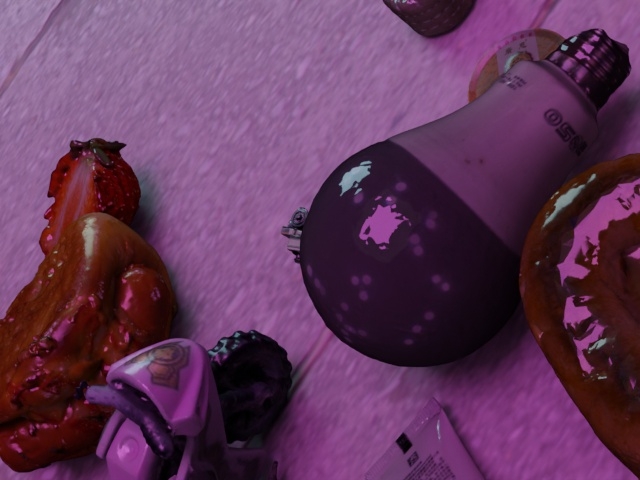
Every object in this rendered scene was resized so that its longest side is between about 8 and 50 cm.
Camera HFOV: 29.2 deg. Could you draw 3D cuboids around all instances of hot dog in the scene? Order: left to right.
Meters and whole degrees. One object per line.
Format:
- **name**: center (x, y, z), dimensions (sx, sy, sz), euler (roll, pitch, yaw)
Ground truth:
- **hot dog**: center (-0.235, 0.111, 1.180), dimensions (0.257, 0.150, 0.153), euler (-54, 39, 0)

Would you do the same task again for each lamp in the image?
- **lamp**: center (0.109, -0.045, 0.957), dimensions (0.182, 0.182, 0.314), euler (43, 106, 42)

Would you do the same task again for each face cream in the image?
- **face cream**: center (0.114, 0.227, 0.919), dimensions (0.092, 0.058, 0.244), euler (-51, 42, 12)

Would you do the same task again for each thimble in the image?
- **thimble**: center (0.100, -0.253, 1.171), dimensions (0.084, 0.062, 0.110), euler (-28, 53, 24)

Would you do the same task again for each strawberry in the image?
- **strawberry**: center (-0.243, -0.018, 1.295), dimensions (0.146, 0.082, 0.187), euler (36, 106, 64)

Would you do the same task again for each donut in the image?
- **donut**: center (0.257, 0.050, 0.852), dimensions (0.208, 0.128, 0.261), euler (-43, 50, 10)

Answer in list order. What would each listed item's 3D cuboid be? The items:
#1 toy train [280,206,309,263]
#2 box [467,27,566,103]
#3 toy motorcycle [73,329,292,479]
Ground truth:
- **toy train**: center (0.000, 0.000, 1.134), dimensions (0.083, 0.033, 0.053), euler (7, 75, 39)
- **box**: center (0.180, -0.131, 1.064), dimensions (0.105, 0.037, 0.106), euler (-17, 57, 29)
- **toy motorcycle**: center (-0.147, 0.210, 1.029), dimensions (0.143, 0.188, 0.327), euler (27, 84, 35)
